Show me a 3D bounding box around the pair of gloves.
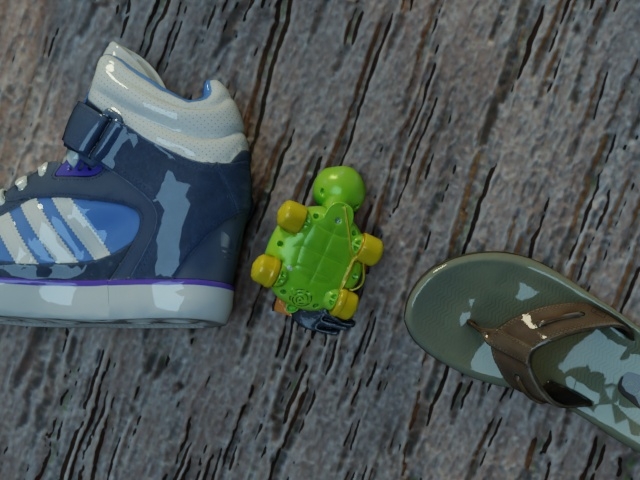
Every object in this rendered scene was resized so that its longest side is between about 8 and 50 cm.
[{"bbox_3d":[0.001,0.036,1.463,0.074,0.010,0.083,16,96,11],"label":"pair of gloves"}]

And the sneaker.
[{"bbox_3d":[-0.212,-0.048,1.460,0.323,0.130,0.236,1,82,17],"label":"sneaker"}]

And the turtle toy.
[{"bbox_3d":[0.000,0.000,1.423,0.095,0.066,0.130,25,92,-14],"label":"turtle toy"}]

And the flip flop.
[{"bbox_3d":[0.198,0.096,1.385,0.277,0.080,0.112,30,98,10],"label":"flip flop"}]
